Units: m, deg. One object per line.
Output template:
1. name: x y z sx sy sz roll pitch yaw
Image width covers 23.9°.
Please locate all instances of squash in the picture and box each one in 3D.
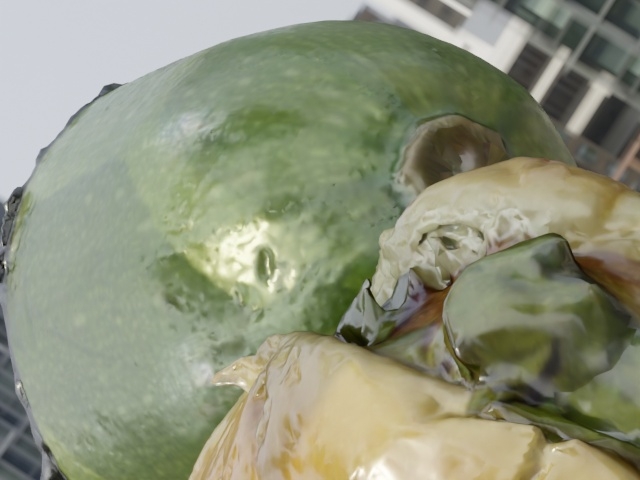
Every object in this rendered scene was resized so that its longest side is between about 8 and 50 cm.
1. squash: 0.029 0.015 0.783 0.309 0.310 0.310 -19 31 54

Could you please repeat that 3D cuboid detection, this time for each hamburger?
1. hamburger: 0.084 0.088 0.493 0.162 0.330 0.209 -49 -33 -39
